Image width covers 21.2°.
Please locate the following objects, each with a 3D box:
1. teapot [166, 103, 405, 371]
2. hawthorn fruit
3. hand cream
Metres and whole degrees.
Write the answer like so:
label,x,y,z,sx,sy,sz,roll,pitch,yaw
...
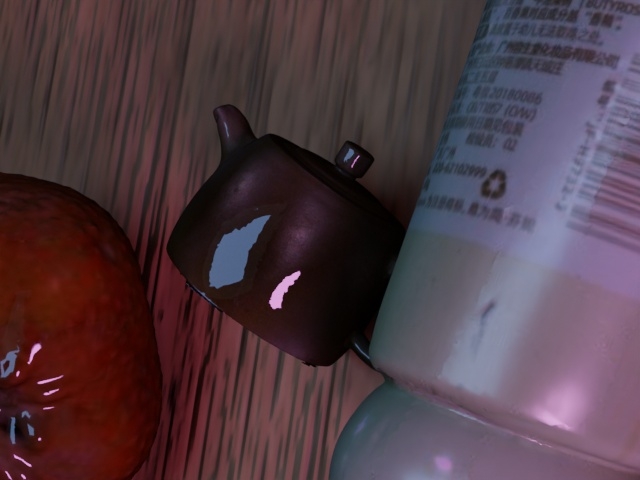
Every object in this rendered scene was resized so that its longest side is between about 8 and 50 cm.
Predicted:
label,x,y,z,sx,sy,sz,roll,pitch,yaw
teapot,0.000,0.000,0.594,0.121,0.076,0.068,39,99,19
hawthorn fruit,-0.148,0.040,0.705,0.162,0.163,0.203,-66,24,10
hand cream,0.086,-0.044,0.496,0.147,0.093,0.306,18,89,54
